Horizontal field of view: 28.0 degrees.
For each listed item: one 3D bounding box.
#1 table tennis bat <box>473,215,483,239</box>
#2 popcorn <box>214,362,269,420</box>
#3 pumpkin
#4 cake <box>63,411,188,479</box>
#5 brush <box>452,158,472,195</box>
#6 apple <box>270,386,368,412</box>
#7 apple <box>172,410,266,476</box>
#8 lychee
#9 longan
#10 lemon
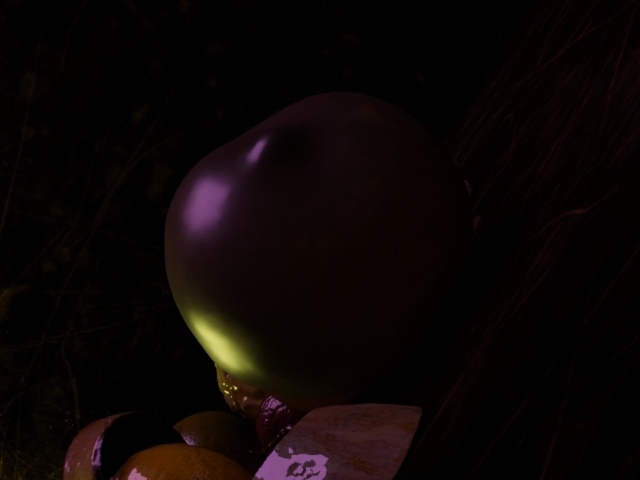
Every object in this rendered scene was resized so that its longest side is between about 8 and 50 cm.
[{"bbox_3d":[0.150,0.052,1.776,0.154,0.021,0.274,-53,1,-29],"label":"table tennis bat"},{"bbox_3d":[-0.067,0.217,2.070,0.181,0.217,0.235,-29,-1,8],"label":"popcorn"},{"bbox_3d":[-0.002,0.228,1.240,0.217,0.110,0.217,-60,-2,-4],"label":"pumpkin"},{"bbox_3d":[-0.308,0.371,1.942,0.185,0.208,0.178,7,-33,-45],"label":"cake"},{"bbox_3d":[0.121,0.035,1.837,0.327,0.065,0.070,-59,3,5],"label":"brush"},{"bbox_3d":[0.008,0.132,1.713,0.188,0.174,0.207,-24,6,10],"label":"apple"},{"bbox_3d":[-0.179,0.369,2.061,0.157,0.196,0.196,-12,-33,-46],"label":"apple"},{"bbox_3d":[-0.046,0.263,1.804,0.114,0.101,0.140,-12,39,23],"label":"lychee"},{"bbox_3d":[0.000,0.000,1.482,0.361,0.361,0.361,-55,1,2],"label":"longan"},{"bbox_3d":[-0.197,0.386,1.740,0.240,0.219,0.240,-53,5,7],"label":"lemon"}]
